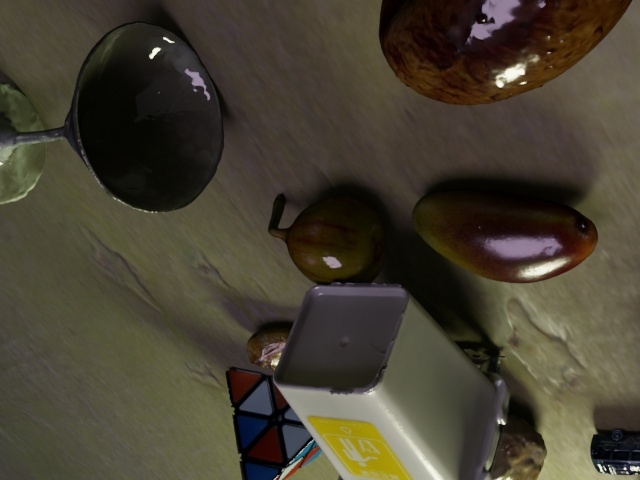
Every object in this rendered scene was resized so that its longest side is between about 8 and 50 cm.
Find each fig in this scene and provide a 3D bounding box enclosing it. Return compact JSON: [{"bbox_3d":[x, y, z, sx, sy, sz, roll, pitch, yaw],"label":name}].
[{"bbox_3d":[0.003,-0.003,1.529,0.187,0.147,0.142,6,168,8],"label":"fig"}]

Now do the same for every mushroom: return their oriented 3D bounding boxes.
[{"bbox_3d":[0.146,-0.323,0.970,0.331,0.334,0.356,-18,131,43],"label":"mushroom"}]

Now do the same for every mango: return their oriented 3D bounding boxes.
[{"bbox_3d":[0.243,-0.005,1.402,0.268,0.111,0.133,10,149,30],"label":"mango"}]

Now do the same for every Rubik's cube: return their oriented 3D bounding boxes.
[{"bbox_3d":[-0.082,0.425,1.978,0.284,0.234,0.250,10,138,22],"label":"Rubik's cube"}]

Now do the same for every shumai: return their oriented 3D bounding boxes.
[{"bbox_3d":[0.220,0.447,1.772,0.217,0.283,0.346,43,142,-18],"label":"shumai"}]

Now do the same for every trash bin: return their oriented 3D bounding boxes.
[{"bbox_3d":[0.112,0.219,1.540,0.256,0.295,0.367,1,143,35],"label":"trash bin"}]

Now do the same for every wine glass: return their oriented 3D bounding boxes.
[{"bbox_3d":[-0.377,-0.158,1.526,0.406,0.267,0.267,-3,131,39],"label":"wine glass"}]

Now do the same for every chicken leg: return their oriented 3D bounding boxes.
[{"bbox_3d":[-0.058,0.188,1.846,0.178,0.070,0.093,-27,116,35],"label":"chicken leg"}]

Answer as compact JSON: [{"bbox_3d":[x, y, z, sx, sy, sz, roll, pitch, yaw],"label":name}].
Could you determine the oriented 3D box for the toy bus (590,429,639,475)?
[{"bbox_3d":[0.516,0.343,1.644,0.166,0.065,0.047,-6,130,35],"label":"toy bus"}]
